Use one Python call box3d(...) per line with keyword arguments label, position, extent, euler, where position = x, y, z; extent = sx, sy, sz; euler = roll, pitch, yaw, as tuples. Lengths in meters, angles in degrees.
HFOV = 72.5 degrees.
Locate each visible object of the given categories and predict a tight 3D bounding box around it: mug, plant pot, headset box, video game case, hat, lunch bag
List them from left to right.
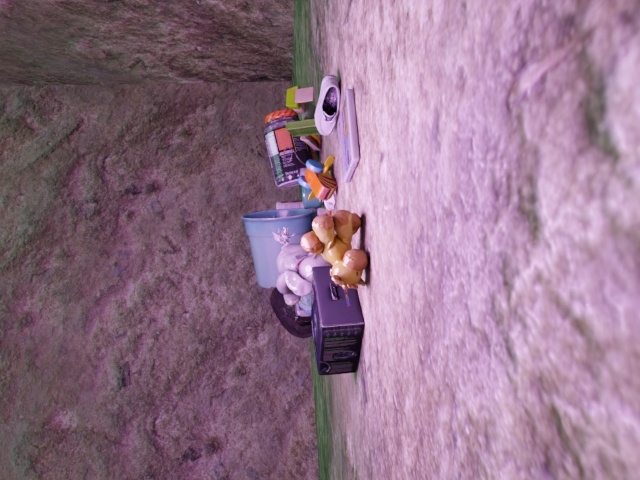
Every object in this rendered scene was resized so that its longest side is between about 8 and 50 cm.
box3d(label="plant pot", position=(-0.185, 0.035, 2.056), extent=(0.341, 0.341, 0.334), euler=(-123, 27, -78))
box3d(label="hat", position=(-0.094, 0.329, 2.268), extent=(0.134, 0.331, 0.331), euler=(-46, 41, 47))
box3d(label="mug", position=(-0.033, -0.218, 2.095), extent=(0.158, 0.097, 0.130), euler=(-145, 52, -82))
box3d(label="lunch bag", position=(-0.021, 0.255, 1.964), extent=(0.176, 0.090, 0.219), euler=(33, 141, 28))
box3d(label="headset box", position=(0.046, 0.249, 1.406), extent=(0.246, 0.131, 0.283), euler=(-100, 10, -46))
box3d(label="video game case", position=(0.082, -0.302, 1.293), extent=(0.193, 0.023, 0.213), euler=(112, 156, -77))

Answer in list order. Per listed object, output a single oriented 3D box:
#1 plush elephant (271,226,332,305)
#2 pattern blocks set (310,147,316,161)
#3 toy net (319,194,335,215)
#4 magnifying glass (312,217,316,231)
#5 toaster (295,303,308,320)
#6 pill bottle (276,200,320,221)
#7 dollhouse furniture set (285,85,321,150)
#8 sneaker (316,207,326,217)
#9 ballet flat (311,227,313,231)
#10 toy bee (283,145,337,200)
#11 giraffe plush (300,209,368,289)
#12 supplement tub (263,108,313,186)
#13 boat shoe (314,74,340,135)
box3d(label="plush elephant", position=(-0.036, 0.114, 1.632), extent=(0.255, 0.272, 0.330), euler=(36, 161, 47))
box3d(label="pattern blocks set", position=(-0.042, -0.496, 2.249), extent=(0.325, 0.026, 0.286), euler=(81, -178, -58))
box3d(label="toy net", position=(0.025, -0.156, 1.823), extent=(0.232, 0.045, 0.122), euler=(-119, 27, -77))
box3d(label="magnifying glass", position=(0.000, 0.000, 2.146), extent=(0.092, 0.026, 0.231), euler=(-25, 73, 58))
box3d(label="toaster", position=(-0.045, 0.297, 2.141), extent=(0.110, 0.168, 0.186), euler=(121, 146, -78))
box3d(label="pill bottle", position=(-0.117, -0.146, 2.305), extent=(0.131, 0.229, 0.131), euler=(177, 90, -84))
box3d(label="dollhouse furniture set", position=(-0.020, -0.542, 1.954), extent=(0.301, 0.151, 0.198), euler=(19, -108, -65))
box3d(label="sneaker", position=(0.002, -0.077, 2.010), extent=(0.152, 0.058, 0.085), euler=(-94, 10, -55))
box3d(label="ballet flat", position=(-0.055, -0.063, 2.454), extent=(0.280, 0.095, 0.096), euler=(-134, 56, -81))
box3d(label="toy bee", position=(-0.003, -0.269, 1.708), extent=(0.195, 0.162, 0.298), euler=(-41, 59, 42))
box3d(label="giraffe plush", position=(0.056, 0.044, 1.178), extent=(0.170, 0.181, 0.210), euler=(58, 147, 32))
box3d(label="supplement tub", position=(-0.152, -0.439, 2.099), extent=(0.207, 0.207, 0.338), euler=(173, 84, -84))
box3d(label="boat shoe", position=(0.024, -0.449, 1.502), extent=(0.228, 0.079, 0.081), euler=(98, 172, -47))
